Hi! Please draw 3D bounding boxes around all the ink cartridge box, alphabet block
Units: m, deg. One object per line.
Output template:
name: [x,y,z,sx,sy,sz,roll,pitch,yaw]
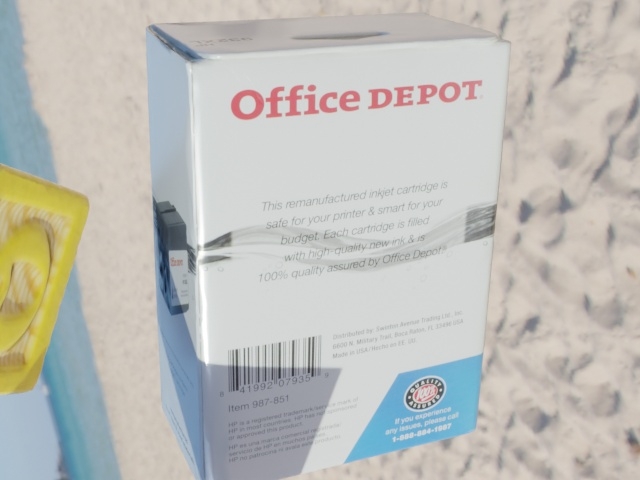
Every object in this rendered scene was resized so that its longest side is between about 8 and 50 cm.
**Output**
ink cartridge box: [0.000,0.000,0.713,0.129,0.223,0.307,-137,44,-58]
alphabet block: [-0.342,0.017,0.841,0.192,0.197,0.193,25,-99,-80]
